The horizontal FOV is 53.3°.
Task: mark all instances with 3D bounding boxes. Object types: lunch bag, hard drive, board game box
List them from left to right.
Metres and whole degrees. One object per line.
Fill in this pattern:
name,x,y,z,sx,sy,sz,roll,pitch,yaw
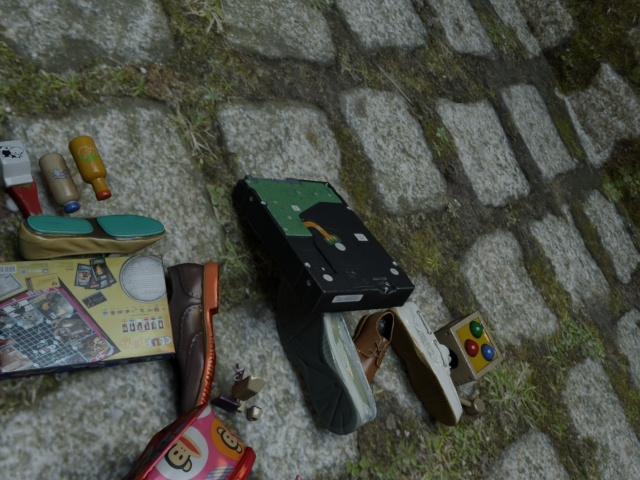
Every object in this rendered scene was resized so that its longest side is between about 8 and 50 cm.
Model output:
board game box,-0.353,0.109,0.959,0.243,0.042,0.165,-2,68,-28
lunch bag,-0.227,0.352,0.793,0.120,0.293,0.258,44,48,0
hard drive,0.000,0.000,1.236,0.236,0.064,0.339,1,41,-41

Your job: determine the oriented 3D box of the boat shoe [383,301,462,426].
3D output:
boat shoe,0.238,0.256,1.365,0.096,0.098,0.277,-22,81,-33

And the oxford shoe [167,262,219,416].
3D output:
oxford shoe,-0.222,0.168,1.058,0.098,0.097,0.272,2,66,-8

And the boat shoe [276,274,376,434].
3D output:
boat shoe,0.013,0.200,1.205,0.103,0.118,0.321,-3,64,-55

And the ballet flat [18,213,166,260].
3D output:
ballet flat,-0.366,-0.002,1.027,0.232,0.073,0.080,1,33,-39

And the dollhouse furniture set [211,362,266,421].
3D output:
dollhouse furniture set,-0.111,0.240,1.079,0.091,0.114,0.081,30,47,-22

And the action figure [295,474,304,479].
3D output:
action figure,0.002,0.532,0.923,0.248,0.275,0.371,-15,92,-38

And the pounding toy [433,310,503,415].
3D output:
pounding toy,0.333,0.289,1.439,0.181,0.094,0.206,-19,80,-44

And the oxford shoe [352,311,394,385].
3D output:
oxford shoe,0.098,0.227,1.288,0.076,0.076,0.212,38,50,-21

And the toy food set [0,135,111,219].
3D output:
toy food set,-0.446,-0.080,0.965,0.232,0.111,0.105,-19,80,-47
